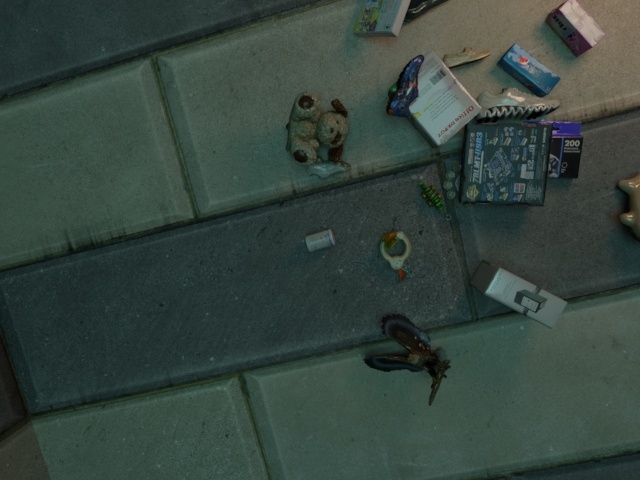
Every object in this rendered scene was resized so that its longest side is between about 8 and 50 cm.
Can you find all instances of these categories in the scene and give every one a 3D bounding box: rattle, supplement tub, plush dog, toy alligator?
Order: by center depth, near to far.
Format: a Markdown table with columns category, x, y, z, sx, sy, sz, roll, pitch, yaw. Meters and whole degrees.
| category | x | y | z | sx | sy | sz | roll | pitch | yaw |
| --- | --- | --- | --- | --- | --- | --- | --- | --- | --- |
| plush dog | -0.005 | -0.412 | 1.572 | 0.225 | 0.210 | 0.263 | 2 | 105 | -14 |
| rattle | 0.305 | 0.064 | 1.610 | 0.130 | 0.142 | 0.200 | -11 | 90 | -13 |
| toy alligator | 0.445 | -0.150 | 1.612 | 0.056 | 0.051 | 0.190 | -39 | 92 | 8 |
| supplement tub | 0.000 | 0.000 | 1.656 | 0.107 | 0.071 | 0.071 | -16 | 95 | 7 |

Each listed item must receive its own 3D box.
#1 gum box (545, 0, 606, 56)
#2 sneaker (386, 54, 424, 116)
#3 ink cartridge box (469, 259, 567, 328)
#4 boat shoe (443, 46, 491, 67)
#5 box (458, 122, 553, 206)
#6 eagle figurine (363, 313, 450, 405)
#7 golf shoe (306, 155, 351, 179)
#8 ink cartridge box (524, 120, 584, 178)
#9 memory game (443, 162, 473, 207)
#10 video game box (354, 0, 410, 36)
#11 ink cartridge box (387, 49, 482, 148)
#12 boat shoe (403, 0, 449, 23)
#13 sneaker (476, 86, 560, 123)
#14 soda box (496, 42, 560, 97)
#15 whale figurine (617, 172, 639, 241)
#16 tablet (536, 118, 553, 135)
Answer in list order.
| category | x | y | z | sx | sy | sz | roll | pitch | yaw |
| --- | --- | --- | --- | --- | --- | --- | --- | --- | --- |
| gum box | 0.891 | -0.752 | 1.477 | 0.062 | 0.107 | 0.188 | -42 | 92 | 8 |
| sneaker | 0.306 | -0.531 | 1.456 | 0.087 | 0.083 | 0.221 | 21 | 104 | -9 |
| ink cartridge box | 0.723 | 0.193 | 1.558 | 0.272 | 0.198 | 0.115 | 27 | 97 | 0 |
| boat shoe | 0.534 | -0.678 | 1.537 | 0.169 | 0.063 | 0.059 | -13 | 102 | 7 |
| box | 0.670 | -0.277 | 1.537 | 0.292 | 0.073 | 0.296 | 3 | 100 | 11 |
| eagle figurine | 0.351 | 0.449 | 1.648 | 0.298 | 0.225 | 0.226 | 25 | 54 | 30 |
| golf shoe | 0.031 | -0.277 | 1.634 | 0.176 | 0.069 | 0.086 | 10 | 118 | 6 |
| ink cartridge box | 0.855 | -0.337 | 1.557 | 0.206 | 0.045 | 0.209 | 2 | 99 | 6 |
| memory game | 0.565 | -0.219 | 1.615 | 0.186 | 0.012 | 0.187 | 1 | 97 | 5 |
| video game box | 0.229 | -0.835 | 1.498 | 0.187 | 0.048 | 0.205 | 27 | 101 | 40 |
| ink cartridge box | 0.413 | -0.507 | 1.538 | 0.201 | 0.117 | 0.278 | -41 | 91 | 8 |
| boat shoe | 0.414 | -0.905 | 1.500 | 0.319 | 0.099 | 0.116 | -34 | 94 | 8 |
| sneaker | 0.718 | -0.501 | 1.528 | 0.291 | 0.110 | 0.119 | -3 | 88 | 4 |
| soda box | 0.754 | -0.614 | 1.525 | 0.210 | 0.067 | 0.071 | 38 | 98 | -1 |
| whale figurine | 1.193 | -0.107 | 1.536 | 0.216 | 0.141 | 0.272 | -23 | 70 | 7 |
| tablet | 0.833 | -0.406 | 1.574 | 0.054 | 0.006 | 0.083 | -32 | 93 | 8 |
